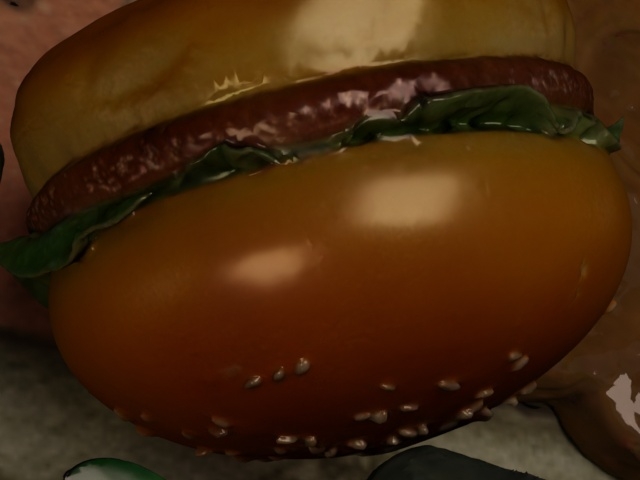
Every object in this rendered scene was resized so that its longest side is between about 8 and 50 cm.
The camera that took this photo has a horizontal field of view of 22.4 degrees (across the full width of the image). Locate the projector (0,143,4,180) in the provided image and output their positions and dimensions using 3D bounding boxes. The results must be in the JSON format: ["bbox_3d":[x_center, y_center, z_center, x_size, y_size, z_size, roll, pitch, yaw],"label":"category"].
[{"bbox_3d":[-0.197,0.104,0.559,0.108,0.108,0.337,19,63,-18],"label":"projector"}]

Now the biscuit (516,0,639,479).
[{"bbox_3d":[0.127,-0.051,0.812,0.269,0.051,0.376,-32,85,-33],"label":"biscuit"}]

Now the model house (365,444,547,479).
[{"bbox_3d":[0.091,0.271,0.528,0.194,0.267,0.325,48,62,-49],"label":"model house"}]

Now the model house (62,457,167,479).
[{"bbox_3d":[-0.090,0.177,0.590,0.117,0.088,0.167,33,61,-10],"label":"model house"}]

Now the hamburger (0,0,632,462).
[{"bbox_3d":[0.002,0.000,0.619,0.246,0.246,0.170,-9,77,-28],"label":"hamburger"}]
